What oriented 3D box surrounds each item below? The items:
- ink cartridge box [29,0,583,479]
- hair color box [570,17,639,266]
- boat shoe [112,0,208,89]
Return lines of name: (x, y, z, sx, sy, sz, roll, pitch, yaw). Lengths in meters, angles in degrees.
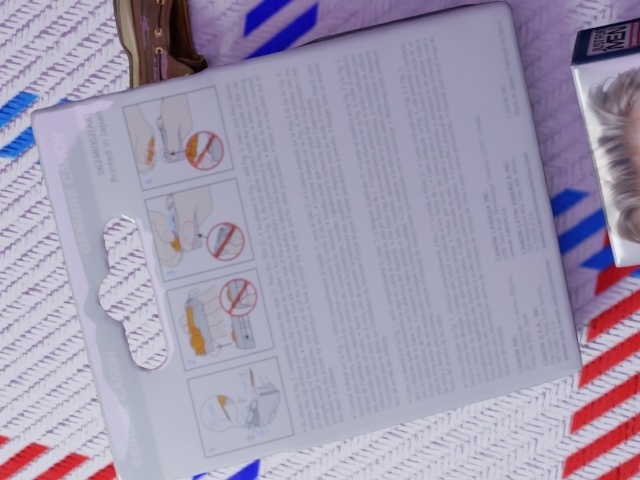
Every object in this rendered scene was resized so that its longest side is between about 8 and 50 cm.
ink cartridge box: (-0.007, 0.001, 1.203, 0.385, 0.091, 0.308, -14, 99, -10)
hair color box: (0.376, -0.100, 1.134, 0.347, 0.105, 0.174, -10, 111, 18)
boat shoe: (-0.128, -0.140, 1.307, 0.060, 0.064, 0.178, -11, 96, 20)
